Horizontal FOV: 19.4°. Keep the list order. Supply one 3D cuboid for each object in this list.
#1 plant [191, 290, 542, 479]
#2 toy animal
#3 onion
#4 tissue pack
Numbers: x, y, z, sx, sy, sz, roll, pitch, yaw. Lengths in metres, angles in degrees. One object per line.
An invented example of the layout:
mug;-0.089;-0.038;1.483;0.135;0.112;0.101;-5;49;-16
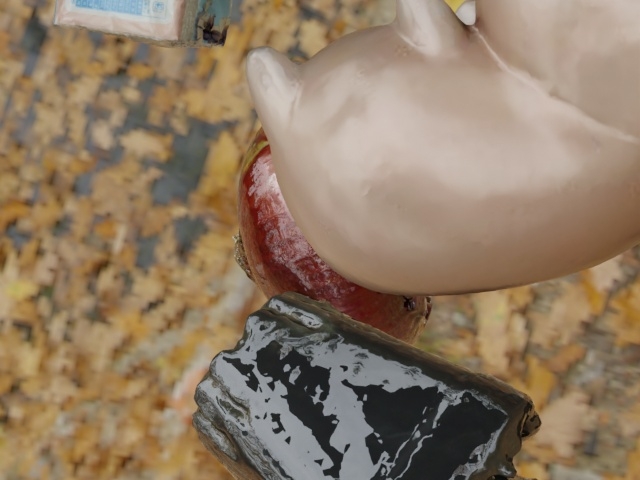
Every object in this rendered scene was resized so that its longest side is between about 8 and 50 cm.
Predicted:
plant;0.049;0.139;1.051;0.256;0.164;0.142;42;74;9
toy animal;0.098;-0.063;0.829;0.250;0.166;0.154;-27;89;13
onion;0.010;-0.001;1.604;0.161;0.248;0.248;-41;54;4
tissue pack;-0.078;-0.138;0.864;0.074;0.059;0.094;12;97;21
